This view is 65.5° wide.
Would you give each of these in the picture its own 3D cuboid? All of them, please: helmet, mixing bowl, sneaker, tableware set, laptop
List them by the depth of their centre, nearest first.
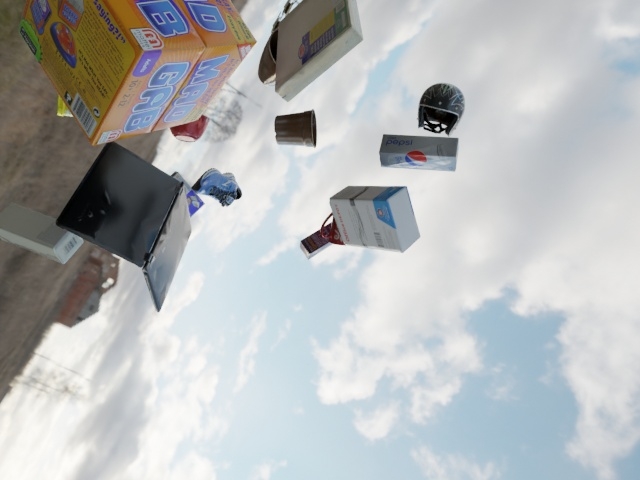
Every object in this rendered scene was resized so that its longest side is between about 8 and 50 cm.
[{"bbox_3d":[-0.613,-0.042,1.649,0.408,0.236,0.382,97,3,-50],"label":"laptop"},{"bbox_3d":[0.403,-0.445,1.660,0.169,0.169,0.161,-81,177,-46],"label":"helmet"},{"bbox_3d":[-0.564,-0.476,2.107,0.181,0.181,0.098,-6,-103,63],"label":"mixing bowl"},{"bbox_3d":[-0.452,-0.235,2.263,0.130,0.147,0.330,-43,169,20],"label":"sneaker"},{"bbox_3d":[-0.167,-1.011,2.264,0.194,0.039,0.128,-62,-170,-11],"label":"tableware set"}]

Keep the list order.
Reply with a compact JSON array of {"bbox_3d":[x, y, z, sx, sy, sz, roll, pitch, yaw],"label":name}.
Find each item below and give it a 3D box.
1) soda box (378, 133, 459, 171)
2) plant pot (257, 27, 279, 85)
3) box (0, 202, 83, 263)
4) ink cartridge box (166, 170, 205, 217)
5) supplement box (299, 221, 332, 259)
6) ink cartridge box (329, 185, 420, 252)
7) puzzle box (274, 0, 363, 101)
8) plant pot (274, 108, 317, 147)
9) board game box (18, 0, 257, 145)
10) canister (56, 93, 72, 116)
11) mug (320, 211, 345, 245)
[{"bbox_3d":[0.370,-0.330,1.873,0.286,0.091,0.098,7,-118,17],"label":"soda box"},{"bbox_3d":[-0.175,-0.757,2.135,0.230,0.215,0.215,-16,-134,57],"label":"plant pot"},{"bbox_3d":[-0.966,-0.026,1.696,0.094,0.275,0.113,91,23,-53],"label":"box"},{"bbox_3d":[-0.673,-0.175,2.299,0.208,0.206,0.045,-48,-142,-18],"label":"ink cartridge box"},{"bbox_3d":[0.000,0.000,2.354,0.188,0.081,0.104,-32,168,-14],"label":"supplement box"},{"bbox_3d":[0.207,-0.090,1.929,0.129,0.223,0.307,-37,-152,-33],"label":"ink cartridge box"},{"bbox_3d":[-0.014,-0.597,1.414,0.272,0.052,0.409,-31,-138,29],"label":"puzzle box"},{"bbox_3d":[-0.106,-0.474,2.126,0.167,0.165,0.167,-1,90,-84],"label":"plant pot"},{"bbox_3d":[-0.461,-0.517,1.259,0.356,0.356,0.356,-34,178,43],"label":"board game box"},{"bbox_3d":[-1.064,-0.600,2.195,0.073,0.170,0.126,6,-87,58],"label":"canister"},{"bbox_3d":[0.087,-0.070,2.182,0.113,0.150,0.169,18,-72,41],"label":"mug"}]
